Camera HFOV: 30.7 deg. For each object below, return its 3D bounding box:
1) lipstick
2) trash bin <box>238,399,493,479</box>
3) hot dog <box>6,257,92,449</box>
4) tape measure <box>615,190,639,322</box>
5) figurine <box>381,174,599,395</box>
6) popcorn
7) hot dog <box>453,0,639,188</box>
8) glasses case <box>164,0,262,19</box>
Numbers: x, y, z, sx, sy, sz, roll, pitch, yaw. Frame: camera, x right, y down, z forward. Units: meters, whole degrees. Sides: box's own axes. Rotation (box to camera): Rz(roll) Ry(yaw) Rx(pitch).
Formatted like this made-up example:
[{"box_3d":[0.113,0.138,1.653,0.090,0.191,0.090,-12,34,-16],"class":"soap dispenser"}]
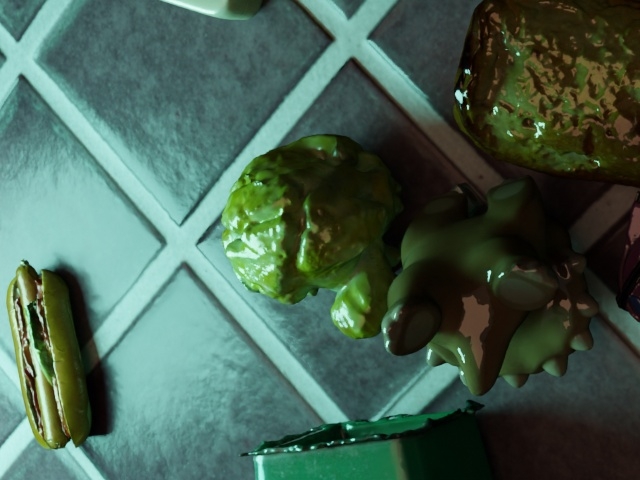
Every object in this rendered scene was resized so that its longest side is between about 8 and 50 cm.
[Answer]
[{"box_3d":[0.105,-0.005,1.170,0.129,0.030,0.030,-44,77,25],"class":"lipstick"},{"box_3d":[0.065,0.364,1.109,0.259,0.295,0.381,-14,85,27],"class":"trash bin"},{"box_3d":[-0.330,0.136,1.394,0.092,0.062,0.235,-14,90,31],"class":"hot dog"},{"box_3d":[0.328,0.025,1.039,0.118,0.074,0.125,16,99,27],"class":"tape measure"},{"box_3d":[0.156,0.060,1.035,0.177,0.247,0.173,-20,110,9],"class":"figurine"},{"box_3d":[0.000,0.000,1.141,0.198,0.198,0.212,-39,86,26],"class":"popcorn"},{"box_3d":[0.254,-0.133,1.035,0.259,0.114,0.175,16,99,13],"class":"hot dog"},{"box_3d":[-0.098,-0.404,1.192,0.144,0.076,0.336,21,106,23],"class":"glasses case"}]
